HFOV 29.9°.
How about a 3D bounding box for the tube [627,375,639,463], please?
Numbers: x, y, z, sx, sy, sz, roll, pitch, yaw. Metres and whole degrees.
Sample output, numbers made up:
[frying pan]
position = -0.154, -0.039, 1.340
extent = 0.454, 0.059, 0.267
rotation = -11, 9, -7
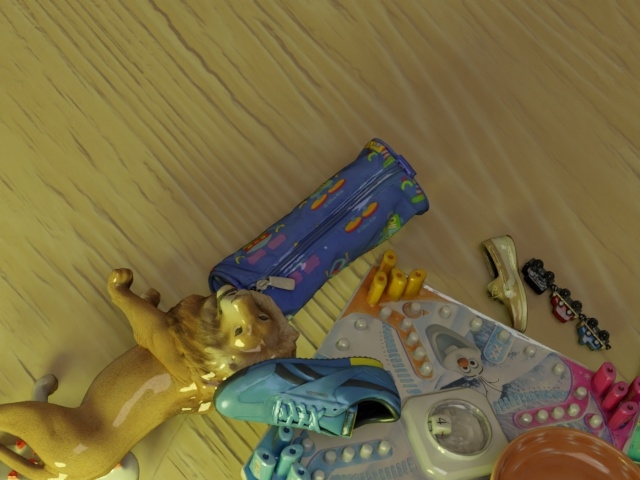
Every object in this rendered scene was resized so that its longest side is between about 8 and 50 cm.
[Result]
[tube]
position = 0.439, 0.200, 1.571
extent = 0.052, 0.080, 0.207
rotation = 38, 69, -22

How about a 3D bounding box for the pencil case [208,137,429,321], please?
[pencil case]
position = 0.000, 0.000, 1.512
extent = 0.306, 0.133, 0.119
rotation = -40, 89, -16

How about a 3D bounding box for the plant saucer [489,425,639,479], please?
[plant saucer]
position = 0.277, 0.297, 1.316
extent = 0.200, 0.037, 0.200
rotation = 9, 47, -10

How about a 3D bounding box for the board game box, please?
[board game box]
position = 0.164, 0.220, 1.412
extent = 0.390, 0.050, 0.390
rotation = 27, 47, 9

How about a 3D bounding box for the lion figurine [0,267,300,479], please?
[lion figurine]
position = -0.223, 0.177, 1.384
extent = 0.392, 0.142, 0.240
rotation = -43, 57, -7

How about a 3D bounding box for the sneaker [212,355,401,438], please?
[sneaker]
position = -0.010, 0.177, 1.312
extent = 0.209, 0.069, 0.082
rotation = -1, 39, -20

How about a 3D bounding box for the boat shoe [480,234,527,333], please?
[boat shoe]
position = 0.241, 0.060, 1.584
extent = 0.045, 0.050, 0.135
rotation = -6, 67, -8

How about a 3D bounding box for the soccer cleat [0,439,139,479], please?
[soccer cleat]
position = -0.312, 0.281, 1.427
extent = 0.196, 0.076, 0.068
rotation = -2, 42, 4

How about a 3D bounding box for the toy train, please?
[toy train]
position = 0.326, 0.090, 1.598
extent = 0.036, 0.027, 0.158
rotation = -41, 85, -13
